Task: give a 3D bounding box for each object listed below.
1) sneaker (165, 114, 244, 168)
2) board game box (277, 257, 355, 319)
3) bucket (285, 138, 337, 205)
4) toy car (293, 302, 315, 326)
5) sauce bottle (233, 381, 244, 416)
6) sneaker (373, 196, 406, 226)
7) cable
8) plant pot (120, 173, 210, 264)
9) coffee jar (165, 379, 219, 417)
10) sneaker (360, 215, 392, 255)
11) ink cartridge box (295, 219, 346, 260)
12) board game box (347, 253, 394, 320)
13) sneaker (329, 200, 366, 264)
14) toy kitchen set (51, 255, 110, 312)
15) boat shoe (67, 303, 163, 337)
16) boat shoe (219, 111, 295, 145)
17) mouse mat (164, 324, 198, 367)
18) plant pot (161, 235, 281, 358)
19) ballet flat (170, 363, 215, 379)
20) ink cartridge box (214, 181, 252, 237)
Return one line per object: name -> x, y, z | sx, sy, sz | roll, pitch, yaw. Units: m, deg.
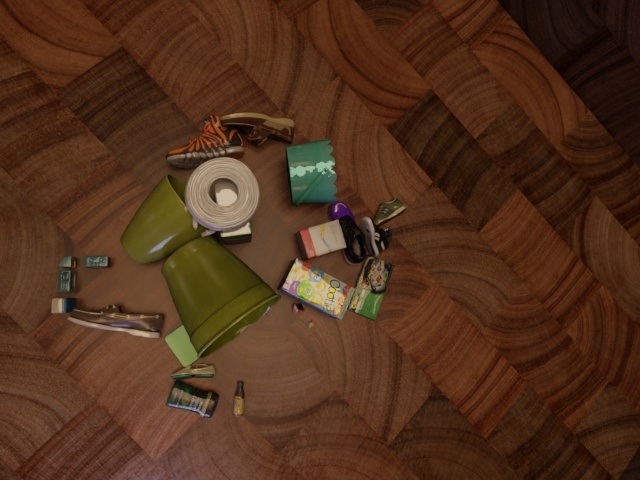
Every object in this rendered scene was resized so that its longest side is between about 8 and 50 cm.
sneaker -> -0.487, -0.410, 1.727 | 0.320, 0.124, 0.180 | -15, 82, -25
board game box -> -0.020, 0.201, 1.733 | 0.275, 0.144, 0.142 | 29, 77, -9
bucket -> -0.043, -0.276, 1.729 | 0.182, 0.281, 0.282 | -7, 84, -5
toy car -> -0.076, 0.319, 1.752 | 0.040, 0.060, 0.122 | -35, 84, 17
sauce bottle -> -0.323, 0.629, 1.660 | 0.042, 0.042, 0.128 | 2, 81, -13
sneaker -> 0.289, -0.129, 1.895 | 0.192, 0.064, 0.086 | -30, 75, -10
cable -> -0.338, -0.162, 1.448 | 0.256, 0.089, 0.258 | -15, 86, -12
plant pot -> -0.599, -0.054, 1.591 | 0.293, 0.275, 0.275 | -38, 92, 1
coffee jar -> -0.488, 0.610, 1.604 | 0.184, 0.079, 0.096 | 21, 79, -10
sneaker -> 0.249, -0.044, 1.826 | 0.121, 0.079, 0.217 | -36, 134, -19
ink cartridge box -> 0.000, 0.000, 1.771 | 0.176, 0.128, 0.128 | -17, 87, -14
board game box -> 0.222, 0.206, 1.849 | 0.136, 0.030, 0.260 | 25, 78, -11
sneaker -> 0.132, -0.042, 1.798 | 0.102, 0.146, 0.294 | -20, 88, -15
toy kitchen set -> -0.879, 0.160, 1.549 | 0.165, 0.122, 0.207 | -1, 83, -13
boat shoe -> -0.760, 0.292, 1.567 | 0.324, 0.116, 0.097 | 14, 75, -15
boat shoe -> -0.257, -0.461, 1.751 | 0.341, 0.123, 0.123 | -4, 98, -39
mouse mat -> -0.503, 0.393, 1.666 | 0.189, 0.007, 0.153 | -35, 91, -14
plant pot -> -0.399, 0.184, 1.564 | 0.366, 0.366, 0.353 | -36, 81, -15
ballet flat -> -0.496, 0.513, 1.636 | 0.168, 0.057, 0.053 | 4, 55, -17
ink cartridge box -> -0.337, -0.099, 1.630 | 0.116, 0.278, 0.202 | -8, 85, -11
